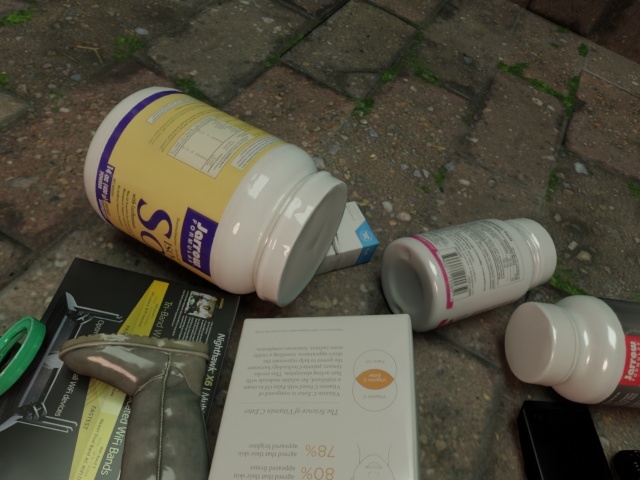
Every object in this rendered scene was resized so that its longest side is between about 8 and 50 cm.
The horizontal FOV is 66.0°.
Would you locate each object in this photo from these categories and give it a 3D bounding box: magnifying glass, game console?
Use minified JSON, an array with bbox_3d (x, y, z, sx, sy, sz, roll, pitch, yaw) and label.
[{"bbox_3d":[-0.408,0.189,0.571,0.092,0.026,0.231,18,69,51],"label":"magnifying glass"},{"bbox_3d":[0.485,0.365,0.770,0.361,0.044,0.213,7,52,-13],"label":"game console"}]

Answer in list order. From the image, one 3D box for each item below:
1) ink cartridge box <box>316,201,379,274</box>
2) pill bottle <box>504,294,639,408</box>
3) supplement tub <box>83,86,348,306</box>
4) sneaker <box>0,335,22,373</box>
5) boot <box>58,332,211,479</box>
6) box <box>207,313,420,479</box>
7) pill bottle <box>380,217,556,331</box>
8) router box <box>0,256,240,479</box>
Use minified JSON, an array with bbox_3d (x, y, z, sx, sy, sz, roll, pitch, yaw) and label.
[{"bbox_3d":[0.000,0.000,0.885,0.180,0.060,0.104,-13,59,-26],"label":"ink cartridge box"},{"bbox_3d":[0.484,0.185,0.821,0.318,0.176,0.176,8,52,-11],"label":"pill bottle"},{"bbox_3d":[-0.151,-0.066,0.750,0.331,0.241,0.241,27,50,14],"label":"supplement tub"},{"bbox_3d":[-0.485,0.141,0.585,0.222,0.118,0.083,-4,55,-21],"label":"sneaker"},{"bbox_3d":[-0.209,0.213,0.551,0.189,0.076,0.208,5,59,-13],"label":"boot"},{"bbox_3d":[0.005,0.273,0.551,0.215,0.168,0.345,-3,47,12],"label":"box"},{"bbox_3d":[0.263,0.049,0.866,0.283,0.160,0.160,-11,58,-25],"label":"pill bottle"},{"bbox_3d":[-0.259,0.190,0.643,0.243,0.081,0.309,15,51,-6],"label":"router box"}]
